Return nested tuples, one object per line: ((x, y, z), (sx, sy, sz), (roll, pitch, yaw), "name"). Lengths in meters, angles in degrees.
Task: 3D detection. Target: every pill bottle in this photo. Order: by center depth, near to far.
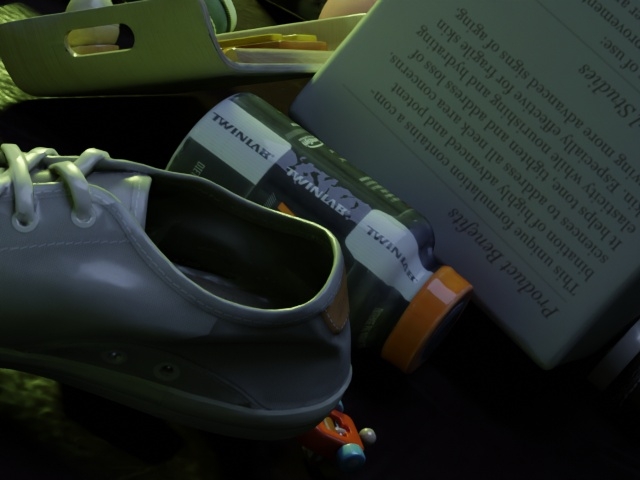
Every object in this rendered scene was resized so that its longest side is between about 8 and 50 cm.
((0.000, 0.000, 1.093), (0.245, 0.130, 0.130), (36, 23, 14), "pill bottle")

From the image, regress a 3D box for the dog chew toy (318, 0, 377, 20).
((0.158, -0.197, 1.629), (0.332, 0.207, 0.206), (39, 23, 4), "dog chew toy")

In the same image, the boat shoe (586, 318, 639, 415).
((0.372, 0.108, 1.369), (0.097, 0.117, 0.324), (44, 29, 18), "boat shoe")

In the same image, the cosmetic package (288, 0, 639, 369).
((0.255, -0.141, 1.246), (0.329, 0.394, 0.327), (46, 16, 17), "cosmetic package")

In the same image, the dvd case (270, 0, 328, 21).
((0.029, -0.308, 1.794), (0.221, 0.018, 0.164), (25, -19, -12), "dvd case")

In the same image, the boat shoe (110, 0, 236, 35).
((-0.241, -0.291, 1.474), (0.319, 0.116, 0.099), (33, 54, -9), "boat shoe")

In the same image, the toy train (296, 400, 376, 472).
((-0.035, 0.093, 0.954), (0.125, 0.046, 0.166), (25, 27, -42), "toy train")

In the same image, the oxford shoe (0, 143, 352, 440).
((-0.183, -0.002, 0.804), (0.449, 0.130, 0.169), (14, 34, -11), "oxford shoe")

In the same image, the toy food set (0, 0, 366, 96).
((-0.108, -0.186, 1.244), (0.219, 0.092, 0.306), (-3, 5, 31), "toy food set")
